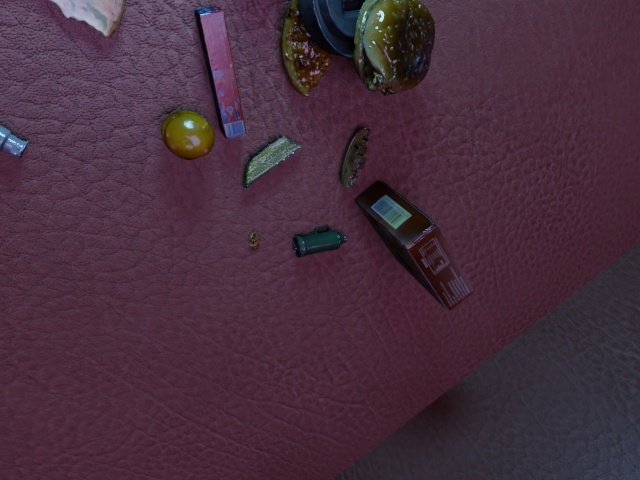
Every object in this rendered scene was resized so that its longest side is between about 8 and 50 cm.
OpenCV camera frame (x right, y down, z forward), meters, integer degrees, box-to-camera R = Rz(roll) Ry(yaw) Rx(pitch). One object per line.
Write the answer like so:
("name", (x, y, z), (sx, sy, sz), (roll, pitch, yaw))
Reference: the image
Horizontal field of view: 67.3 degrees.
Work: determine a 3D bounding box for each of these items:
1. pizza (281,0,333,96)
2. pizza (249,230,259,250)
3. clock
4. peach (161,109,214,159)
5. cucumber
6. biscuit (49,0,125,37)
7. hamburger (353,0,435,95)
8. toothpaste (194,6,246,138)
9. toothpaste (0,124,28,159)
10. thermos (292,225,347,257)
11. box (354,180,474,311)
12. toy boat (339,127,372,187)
("pizza", (-0.028, -0.542, 1.302), (0.161, 0.085, 0.305), (-13, 126, -20))
("pizza", (-0.221, 0.002, 1.602), (0.037, 0.016, 0.083), (-4, 123, -17))
("clock", (0.068, -0.630, 1.230), (0.313, 0.061, 0.312), (-19, 117, -42))
("peach", (-0.353, -0.281, 1.277), (0.138, 0.138, 0.138), (-13, 125, -19))
("cucumber", (-0.166, -0.248, 1.451), (0.220, 0.046, 0.070), (-38, 127, -2))
("biscuit", (-0.557, -0.606, 1.030), (0.309, 0.040, 0.204), (27, 106, -37))
("hamburger", (0.189, -0.510, 1.260), (0.286, 0.146, 0.243), (-52, 129, -20))
("toothpaste", (-0.260, -0.433, 1.264), (0.066, 0.076, 0.320), (-17, 127, -16))
("toothpaste", (-0.815, -0.268, 1.119), (0.234, 0.057, 0.089), (28, 103, -30))
("thermos", (0.000, 0.005, 1.683), (0.188, 0.083, 0.073), (-10, 146, -22))
("box", (0.324, 0.017, 1.666), (0.122, 0.344, 0.385), (-40, 129, 0))
("toy boat", (0.116, -0.269, 1.556), (0.064, 0.072, 0.206), (3, 120, -30))
